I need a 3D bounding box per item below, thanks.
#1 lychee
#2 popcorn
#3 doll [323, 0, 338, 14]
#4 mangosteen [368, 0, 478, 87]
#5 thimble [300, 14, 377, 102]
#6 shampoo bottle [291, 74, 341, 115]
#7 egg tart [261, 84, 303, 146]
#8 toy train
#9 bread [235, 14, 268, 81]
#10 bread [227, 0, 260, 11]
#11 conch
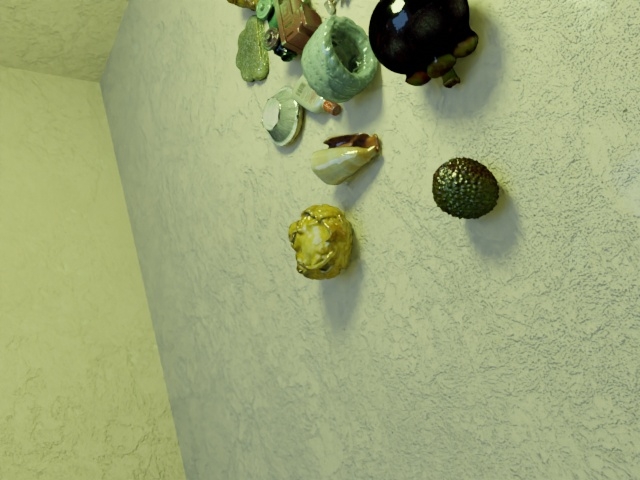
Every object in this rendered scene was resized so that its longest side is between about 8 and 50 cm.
[{"bbox_3d":[0.365,-0.125,1.458,0.171,0.171,0.171,-1,88,53],"label":"lychee"},{"bbox_3d":[0.000,0.000,1.903,0.250,0.189,0.251,-16,69,52],"label":"popcorn"},{"bbox_3d":[0.053,-0.887,1.937,0.217,0.085,0.183,125,135,-60],"label":"doll"},{"bbox_3d":[0.275,-0.535,1.529,0.275,0.275,0.302,-22,105,50],"label":"mangosteen"},{"bbox_3d":[0.054,-0.566,1.826,0.171,0.204,0.250,-24,87,56],"label":"thimble"},{"bbox_3d":[-0.010,-0.495,2.020,0.221,0.051,0.108,42,102,36],"label":"shampoo bottle"},{"bbox_3d":[-0.152,-0.469,2.186,0.234,0.094,0.234,-2,88,55],"label":"egg tart"},{"bbox_3d":[-0.111,-0.807,2.110,0.221,0.150,0.305,-28,66,38],"label":"toy train"},{"bbox_3d":[-0.291,-0.774,2.405,0.207,0.056,0.287,-27,67,47],"label":"bread"},{"bbox_3d":[-0.286,-1.094,2.308,0.277,0.166,0.325,38,118,46],"label":"bread"},{"bbox_3d":[0.084,-0.256,1.877,0.254,0.127,0.158,-5,54,31],"label":"conch"}]
